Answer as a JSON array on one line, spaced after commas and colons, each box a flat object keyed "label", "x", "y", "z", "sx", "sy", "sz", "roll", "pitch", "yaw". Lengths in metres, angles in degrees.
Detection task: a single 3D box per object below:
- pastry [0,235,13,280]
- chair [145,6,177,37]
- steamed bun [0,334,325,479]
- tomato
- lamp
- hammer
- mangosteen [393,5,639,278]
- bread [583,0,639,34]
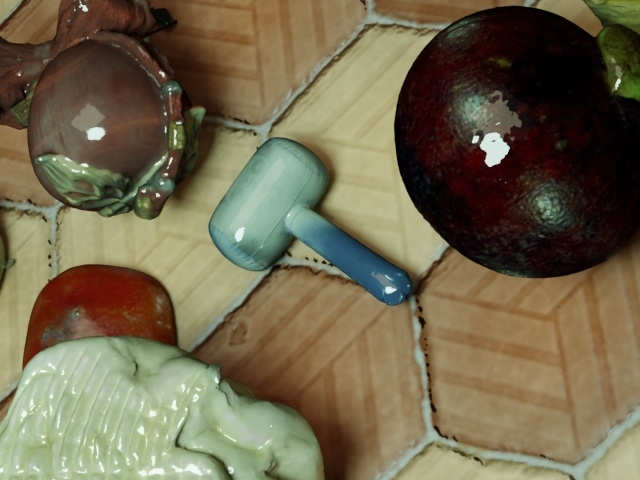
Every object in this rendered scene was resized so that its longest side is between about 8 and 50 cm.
[{"label": "pastry", "x": -0.365, "y": 0.021, "z": 1.675, "sx": 0.166, "sy": 0.088, "sz": 0.166, "roll": -11, "pitch": 63, "yaw": 23}, {"label": "chair", "x": -0.174, "y": -0.181, "z": 1.684, "sx": 0.086, "sy": 0.042, "sz": 0.037, "roll": -34, "pitch": 46, "yaw": -32}, {"label": "steamed bun", "x": -0.118, "y": 0.239, "z": 1.376, "sx": 0.275, "sy": 0.206, "sz": 0.320, "roll": -14, "pitch": 62, "yaw": 7}, {"label": "tomato", "x": -0.202, "y": 0.086, "z": 1.564, "sx": 0.155, "sy": 0.069, "sz": 0.155, "roll": -11, "pitch": 66, "yaw": 25}, {"label": "lamp", "x": -0.196, "y": -0.106, "z": 1.597, "sx": 0.215, "sy": 0.151, "sz": 0.223, "roll": -31, "pitch": 51, "yaw": 32}, {"label": "hammer", "x": 0.000, "y": 0.000, "z": 1.491, "sx": 0.194, "sy": 0.069, "sz": 0.116, "roll": 35, "pitch": 88, "yaw": 30}, {"label": "mangosteen", "x": 0.163, "y": -0.080, "z": 1.332, "sx": 0.216, "sy": 0.216, "sz": 0.216, "roll": -11, "pitch": 65, "yaw": 25}, {"label": "bread", "x": 0.278, "y": -0.169, "z": 1.292, "sx": 0.135, "sy": 0.240, "sz": 0.178, "roll": -41, "pitch": 55, "yaw": 9}]
